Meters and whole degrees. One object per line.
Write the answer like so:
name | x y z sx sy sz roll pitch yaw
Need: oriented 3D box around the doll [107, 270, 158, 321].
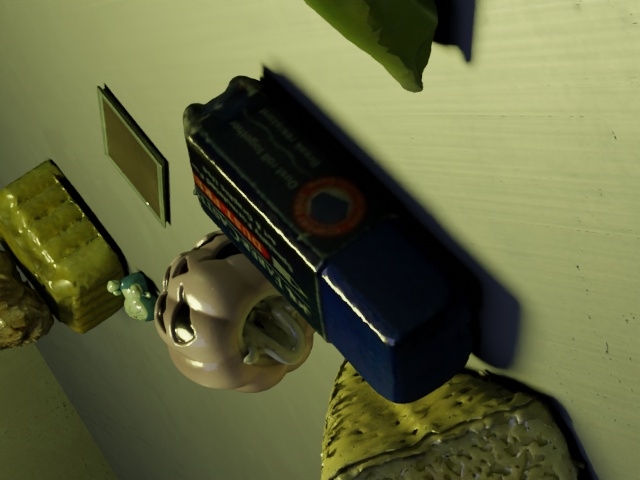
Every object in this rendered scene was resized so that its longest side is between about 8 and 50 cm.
doll | -0.278 0.090 2.308 0.076 0.050 0.083 9 131 42

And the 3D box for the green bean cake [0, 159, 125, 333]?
green bean cake | -0.427 0.020 2.443 0.236 0.124 0.233 50 161 15

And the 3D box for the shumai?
shumai | -0.522 0.088 2.407 0.206 0.166 0.176 159 100 -69

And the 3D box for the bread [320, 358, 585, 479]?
bread | 0.145 0.219 1.446 0.248 0.279 0.315 64 -157 -21

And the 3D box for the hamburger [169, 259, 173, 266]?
hamburger | -0.140 0.074 1.881 0.141 0.081 0.126 40 156 38

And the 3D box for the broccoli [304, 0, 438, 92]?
broccoli | -0.001 -0.238 0.940 0.302 0.186 0.254 16 171 -22

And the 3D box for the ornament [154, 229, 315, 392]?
ornament | -0.084 0.079 1.609 0.177 0.177 0.177 48 160 24

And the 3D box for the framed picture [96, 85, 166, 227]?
framed picture | -0.241 -0.107 1.943 0.142 0.011 0.183 50 161 17

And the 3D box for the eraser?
eraser | 0.000 0.000 1.372 0.332 0.101 0.155 47 160 28
